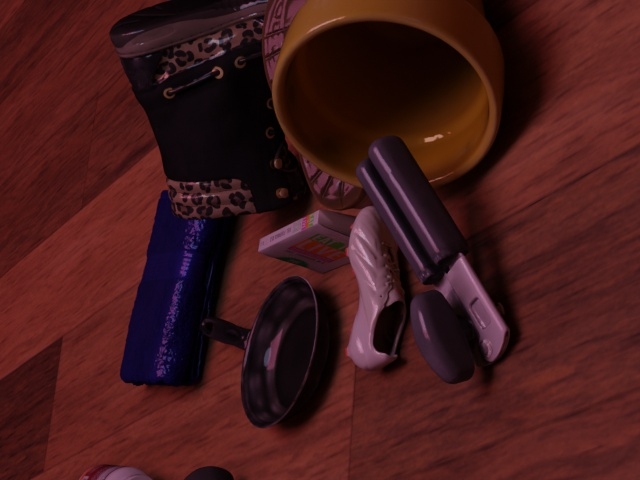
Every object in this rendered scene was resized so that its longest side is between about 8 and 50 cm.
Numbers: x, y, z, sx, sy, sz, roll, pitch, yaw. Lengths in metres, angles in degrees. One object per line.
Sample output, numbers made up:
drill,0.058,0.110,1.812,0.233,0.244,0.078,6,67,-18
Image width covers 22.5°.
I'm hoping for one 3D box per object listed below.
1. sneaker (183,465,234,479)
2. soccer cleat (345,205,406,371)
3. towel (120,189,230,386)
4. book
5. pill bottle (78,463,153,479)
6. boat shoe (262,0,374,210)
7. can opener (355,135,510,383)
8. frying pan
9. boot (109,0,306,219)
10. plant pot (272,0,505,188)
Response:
sneaker,-0.189,0.430,2.088,0.270,0.090,0.145,-54,30,27
soccer cleat,0.071,0.053,1.861,0.076,0.068,0.196,-16,67,53
towel,-0.209,0.068,2.376,0.227,0.076,0.308,171,114,-68
book,0.000,0.000,1.984,0.144,0.096,0.035,-26,52,56
pill bottle,-0.289,0.368,2.321,0.152,0.086,0.086,-9,67,60
boat shoe,0.014,-0.180,1.966,0.109,0.098,0.302,-25,76,33
can opener,0.112,0.015,1.702,0.280,0.093,0.074,64,144,24
frying pan,-0.076,0.161,2.082,0.326,0.053,0.197,-30,48,56
boot,-0.063,-0.193,2.112,0.138,0.377,0.284,-109,6,-67
plant pot,0.090,-0.223,1.818,0.254,0.254,0.239,-45,21,42
